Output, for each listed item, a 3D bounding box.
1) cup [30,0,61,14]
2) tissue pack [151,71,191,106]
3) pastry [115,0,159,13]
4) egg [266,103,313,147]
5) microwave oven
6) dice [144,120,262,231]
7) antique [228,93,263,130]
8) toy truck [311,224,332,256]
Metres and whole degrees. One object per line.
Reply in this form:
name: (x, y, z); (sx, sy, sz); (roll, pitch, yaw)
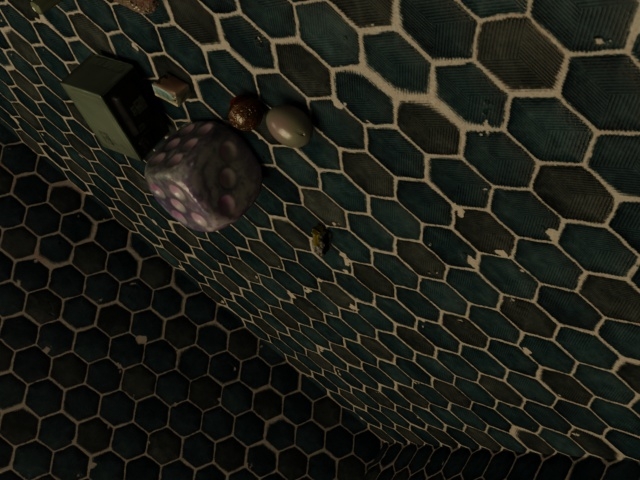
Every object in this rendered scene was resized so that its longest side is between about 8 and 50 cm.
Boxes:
cup: (-0.853, -0.749, 2.096); (0.055, 0.083, 0.074); (24, 151, 30)
tissue pack: (-0.453, -0.460, 2.074); (0.095, 0.074, 0.058); (29, 152, 13)
pastry: (-0.531, -0.662, 1.704); (0.265, 0.102, 0.112); (17, 180, -17)
egg: (-0.082, -0.305, 1.802); (0.135, 0.103, 0.103); (37, 156, 5)
microwave oven: (-0.669, -0.447, 2.262); (0.238, 0.181, 0.295); (21, 151, 30)
dice: (-0.371, -0.205, 2.170); (0.270, 0.270, 0.271); (9, 143, 46)
antique: (-0.208, -0.353, 1.895); (0.104, 0.104, 0.104); (30, 155, 16)
toy truck: (0.000, 0.000, 2.295); (0.063, 0.052, 0.123); (34, 155, 19)
